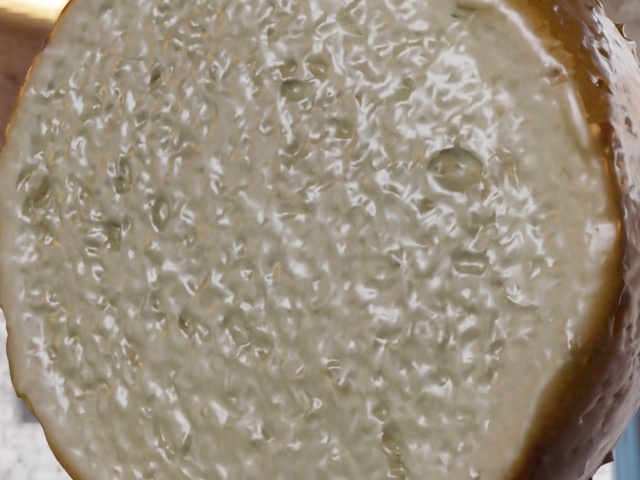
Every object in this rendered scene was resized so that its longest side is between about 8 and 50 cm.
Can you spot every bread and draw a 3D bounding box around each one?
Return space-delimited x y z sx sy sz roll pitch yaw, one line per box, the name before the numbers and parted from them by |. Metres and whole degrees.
bread | 0.000 0.000 0.487 0.236 0.236 0.070 -7 -7 28
